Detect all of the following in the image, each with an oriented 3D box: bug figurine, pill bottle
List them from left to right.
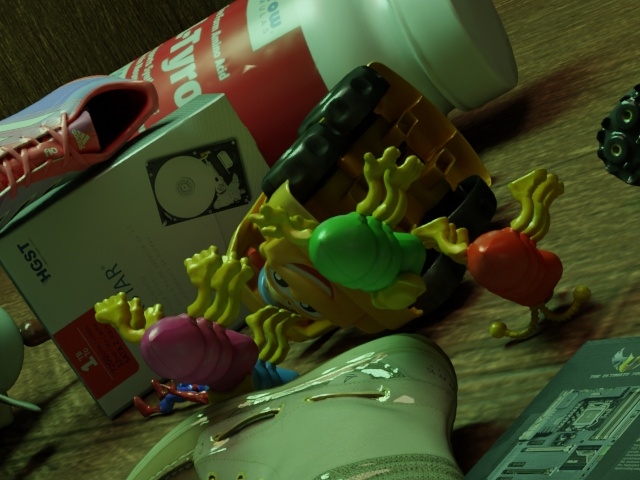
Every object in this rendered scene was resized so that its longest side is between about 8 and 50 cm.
[{"bbox_3d":[-0.025,-0.137,1.225,0.408,0.229,0.229,-26,15,22],"label":"pill bottle"},{"bbox_3d":[0.007,0.043,0.714,0.279,0.072,0.216,-28,-25,25],"label":"bug figurine"}]

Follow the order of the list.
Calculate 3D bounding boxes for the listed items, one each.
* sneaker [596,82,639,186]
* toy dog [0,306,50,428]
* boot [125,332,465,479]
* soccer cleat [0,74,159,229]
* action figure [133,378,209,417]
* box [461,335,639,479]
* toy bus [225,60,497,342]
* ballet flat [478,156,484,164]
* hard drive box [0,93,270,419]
[{"bbox_3d":[0.289,-0.100,0.785,0.237,0.085,0.086,-29,-12,23],"label":"sneaker"},{"bbox_3d":[-0.302,0.094,1.085,0.161,0.220,0.334,-20,15,-9],"label":"toy dog"},{"bbox_3d":[-0.023,0.138,0.616,0.213,0.077,0.165,-29,17,10],"label":"boot"},{"bbox_3d":[-0.233,-0.067,1.005,0.095,0.083,0.248,-10,24,43],"label":"soccer cleat"},{"bbox_3d":[-0.098,0.112,0.951,0.115,0.030,0.038,-15,16,43],"label":"action figure"},{"bbox_3d":[0.141,0.100,0.428,0.183,0.059,0.233,-41,16,-33],"label":"box"},{"bbox_3d":[0.000,0.000,0.924,0.211,0.149,0.220,-38,11,34],"label":"toy bus"},{"bbox_3d":[0.073,-0.053,1.096,0.168,0.052,0.057,-19,19,41],"label":"ballet flat"},{"bbox_3d":[-0.141,0.009,1.073,0.232,0.181,0.089,-36,16,-13],"label":"hard drive box"}]
